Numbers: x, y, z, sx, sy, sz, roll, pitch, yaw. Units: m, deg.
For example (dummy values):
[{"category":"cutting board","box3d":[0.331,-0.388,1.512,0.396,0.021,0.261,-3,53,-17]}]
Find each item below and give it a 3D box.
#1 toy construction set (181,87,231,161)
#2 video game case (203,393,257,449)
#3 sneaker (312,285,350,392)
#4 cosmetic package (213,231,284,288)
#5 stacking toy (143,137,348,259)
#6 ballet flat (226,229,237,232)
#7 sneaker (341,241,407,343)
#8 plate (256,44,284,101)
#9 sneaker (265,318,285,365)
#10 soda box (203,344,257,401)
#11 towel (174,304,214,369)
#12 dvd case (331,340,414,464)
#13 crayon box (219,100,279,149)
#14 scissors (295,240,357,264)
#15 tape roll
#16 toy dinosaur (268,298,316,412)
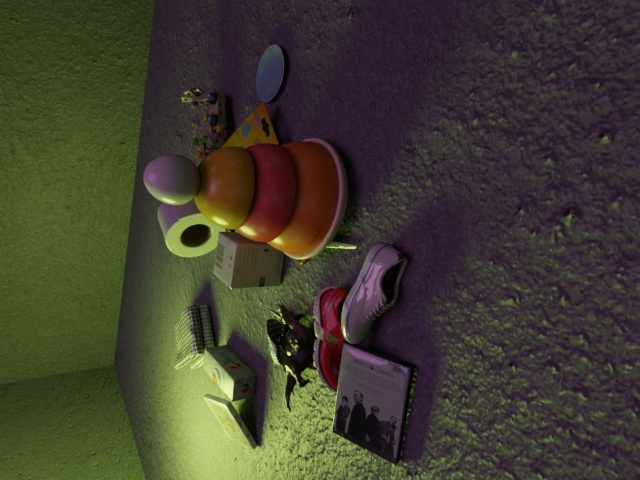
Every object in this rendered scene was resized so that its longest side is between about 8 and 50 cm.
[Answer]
[{"category":"toy construction set","box3d":[-0.468,-0.501,1.690,0.215,0.151,0.328,-20,85,51]},{"category":"video game case","box3d":[-0.350,0.688,1.536,0.227,0.026,0.206,-16,105,51]},{"category":"sneaker","box3d":[0.050,0.257,1.038,0.118,0.107,0.279,-10,86,38]},{"category":"cosmetic package","box3d":[-0.236,0.062,1.338,0.151,0.183,0.151,25,109,50]},{"category":"stacking toy","box3d":[-0.198,-0.137,1.035,0.350,0.479,0.351,-10,77,50]},{"category":"ballet flat","box3d":[-0.259,-0.069,1.424,0.316,0.107,0.106,-46,12,50]},{"category":"sneaker","box3d":[0.123,0.134,0.933,0.091,0.094,0.258,32,109,51]},{"category":"plate","box3d":[-0.168,-0.573,1.386,0.188,0.024,0.188,-2,87,52]},{"category":"sneaker","box3d":[-0.155,0.341,1.332,0.073,0.063,0.162,-41,58,48]},{"category":"soda box","box3d":[-0.359,0.509,1.567,0.286,0.098,0.091,18,104,50]},{"category":"towel","box3d":[-0.596,0.452,1.855,0.283,0.121,0.235,-44,56,43]},{"category":"dvd case","box3d":[0.120,0.380,0.956,0.179,0.029,0.239,13,100,33]},{"category":"crayon box","box3d":[-0.245,-0.299,1.405,0.318,0.081,0.202,-36,61,32]},{"category":"scissors","box3d":[0.000,0.000,1.164,0.297,0.021,0.109,-19,73,52]},{"category":"tape roll","box3d":[-0.542,-0.073,1.690,0.169,0.246,0.246,56,131,37]},{"category":"toy dinosaur","box3d":[-0.065,0.339,1.198,0.160,0.121,0.314,-176,82,-64]}]
